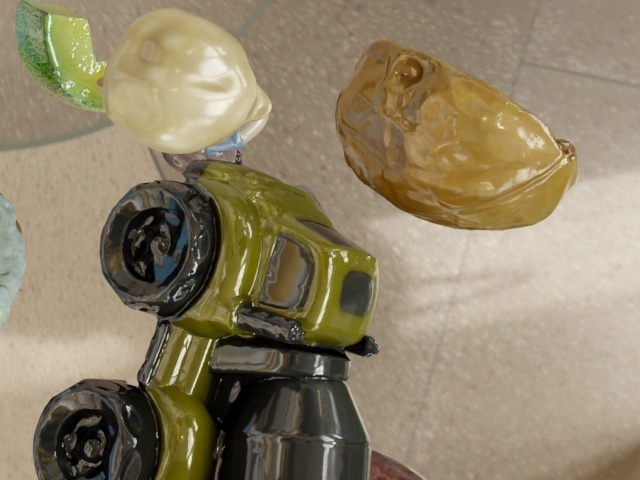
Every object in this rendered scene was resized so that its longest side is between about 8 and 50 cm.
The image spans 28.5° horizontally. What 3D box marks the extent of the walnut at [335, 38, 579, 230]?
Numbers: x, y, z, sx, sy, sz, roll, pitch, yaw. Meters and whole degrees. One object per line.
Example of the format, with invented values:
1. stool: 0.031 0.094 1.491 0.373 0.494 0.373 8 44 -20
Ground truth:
1. walnut: 0.049 -0.034 0.527 0.052 0.121 0.091 -54 132 -8

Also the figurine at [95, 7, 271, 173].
1. figurine: -0.097 -0.102 0.990 0.114 0.196 0.108 39 83 18

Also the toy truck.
1. toy truck: -0.035 0.076 0.679 0.147 0.165 0.224 20 85 -57

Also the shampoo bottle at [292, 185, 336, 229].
1. shampoo bottle: 0.000 0.000 1.734 0.040 0.080 0.165 -39 73 25

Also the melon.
1. melon: -0.276 -0.215 1.543 0.209 0.064 0.118 8 102 -39

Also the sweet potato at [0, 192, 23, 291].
1. sweet potato: -0.434 -0.002 1.721 0.056 0.195 0.056 -16 141 -14

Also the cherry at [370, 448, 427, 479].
1. cherry: 0.020 0.306 1.216 0.300 0.230 0.203 37 57 5

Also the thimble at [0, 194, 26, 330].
1. thimble: -0.387 0.010 1.151 0.250 0.205 0.172 47 122 0
